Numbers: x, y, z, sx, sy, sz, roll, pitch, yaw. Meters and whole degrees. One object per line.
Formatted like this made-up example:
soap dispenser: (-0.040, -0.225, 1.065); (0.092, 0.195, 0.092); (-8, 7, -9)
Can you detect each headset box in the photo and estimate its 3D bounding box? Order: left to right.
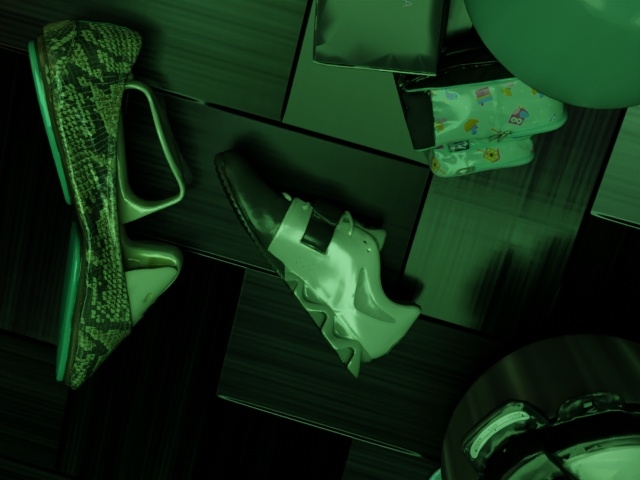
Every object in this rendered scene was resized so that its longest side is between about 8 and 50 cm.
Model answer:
headset box: (0.079, -0.320, 1.198); (0.131, 0.283, 0.246); (7, 111, 6)

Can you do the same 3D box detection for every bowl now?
bowl: (0.312, -0.304, 1.161); (0.312, 0.163, 0.311); (1, 83, -9)

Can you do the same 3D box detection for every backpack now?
backpack: (0.190, -0.158, 1.302); (0.188, 0.166, 0.144); (-16, 109, 5)

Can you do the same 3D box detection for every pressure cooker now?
pressure cooker: (0.324, 0.322, 1.297); (0.370, 0.420, 0.375); (3, 104, 0)

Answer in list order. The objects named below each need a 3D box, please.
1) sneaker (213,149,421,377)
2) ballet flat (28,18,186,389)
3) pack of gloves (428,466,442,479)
sneaker: (0.000, 0.000, 1.426); (0.146, 0.122, 0.330); (-37, 99, 0)
ballet flat: (-0.259, -0.036, 1.433); (0.182, 0.164, 0.482); (-4, 108, -11)
pack of gloves: (0.270, 0.353, 1.533); (0.232, 0.046, 0.195); (-39, 99, 19)
